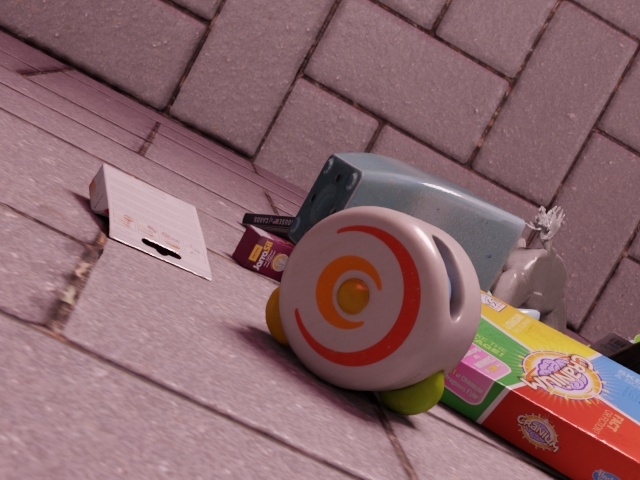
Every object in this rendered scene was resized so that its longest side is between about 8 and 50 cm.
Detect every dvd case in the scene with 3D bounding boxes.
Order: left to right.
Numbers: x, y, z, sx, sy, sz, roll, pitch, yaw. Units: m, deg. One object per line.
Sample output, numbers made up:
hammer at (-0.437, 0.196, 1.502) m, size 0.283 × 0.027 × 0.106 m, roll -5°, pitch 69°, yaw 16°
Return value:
dvd case at (0.000, 0.000, 1.834) m, size 0.179 × 0.030 × 0.238 m, roll 6°, pitch -13°, yaw 46°

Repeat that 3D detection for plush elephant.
plush elephant at (0.365, 0.081, 2.093) m, size 0.271 × 0.330 × 0.255 m, roll 15°, pitch -6°, yaw -36°

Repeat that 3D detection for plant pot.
plant pot at (0.102, -0.004, 1.518) m, size 0.252 × 0.248 × 0.247 m, roll 27°, pitch 6°, yaw -24°

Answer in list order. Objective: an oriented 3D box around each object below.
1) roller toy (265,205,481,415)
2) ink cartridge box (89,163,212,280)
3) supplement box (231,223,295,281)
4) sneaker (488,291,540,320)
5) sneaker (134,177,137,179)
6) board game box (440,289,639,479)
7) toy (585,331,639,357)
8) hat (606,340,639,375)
roller toy at (0.059, 0.062, 1.060) m, size 0.209 × 0.191 × 0.146 m, roll 32°, pitch 8°, yaw 28°
ink cartridge box at (-0.215, -0.012, 1.261) m, size 0.145 × 0.045 × 0.179 m, roll 26°, pitch 25°, yaw -28°
supplement box at (-0.077, 0.020, 1.455) m, size 0.083 × 0.055 × 0.043 m, roll 22°, pitch 10°, yaw -39°
sneaker at (0.213, 0.091, 1.716) m, size 0.365 × 0.150 × 0.135 m, roll 30°, pitch 5°, yaw 25°
sneaker at (-0.279, -0.079, 1.450) m, size 0.083 × 0.035 × 0.031 m, roll 32°, pitch 6°, yaw 32°
board game box at (0.285, 0.187, 1.286) m, size 0.316 × 0.064 × 0.242 m, roll 29°, pitch 24°, yaw 21°
toy at (0.514, 0.222, 1.815) m, size 0.136 × 0.056 × 0.237 m, roll 28°, pitch -32°, yaw -9°
hat at (0.629, 0.282, 1.685) m, size 0.331 × 0.331 × 0.134 m, roll 27°, pitch 39°, yaw -16°
